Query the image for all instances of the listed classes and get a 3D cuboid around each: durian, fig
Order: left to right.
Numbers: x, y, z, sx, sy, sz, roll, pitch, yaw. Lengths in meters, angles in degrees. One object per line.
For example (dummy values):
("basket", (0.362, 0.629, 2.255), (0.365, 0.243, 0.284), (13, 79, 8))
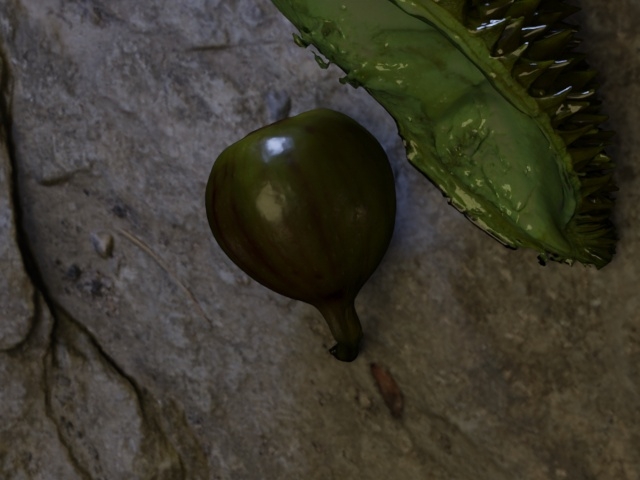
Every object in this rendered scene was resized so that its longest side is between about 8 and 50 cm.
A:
("fig", (-0.013, -0.003, 1.536), (0.148, 0.142, 0.186), (-27, 72, 54))
("durian", (0.093, -0.121, 1.432), (0.198, 0.163, 0.394), (-30, 111, 25))
